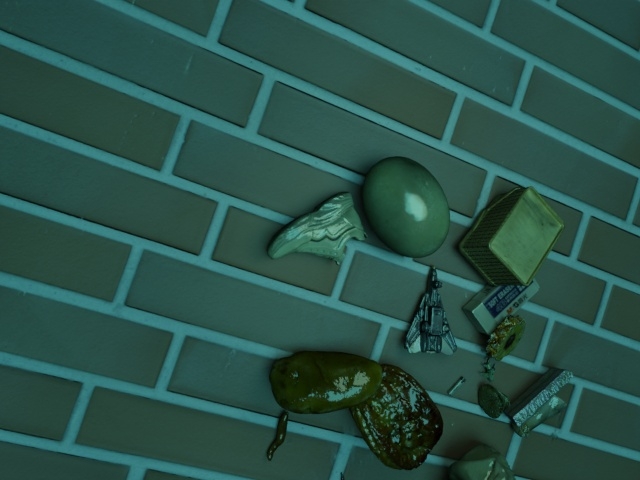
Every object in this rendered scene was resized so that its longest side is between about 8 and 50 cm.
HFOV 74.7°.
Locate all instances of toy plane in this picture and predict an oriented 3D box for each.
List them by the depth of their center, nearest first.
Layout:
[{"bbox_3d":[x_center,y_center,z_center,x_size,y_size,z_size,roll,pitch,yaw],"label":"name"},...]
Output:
[{"bbox_3d":[0.405,0.247,1.498,0.204,0.103,0.316,6,91,-12],"label":"toy plane"},{"bbox_3d":[0.646,0.503,1.598,0.080,0.033,0.083,-21,97,-26],"label":"toy plane"}]

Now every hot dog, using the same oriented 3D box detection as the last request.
[{"bbox_3d":[0.262,0.615,1.443,0.267,0.174,0.387,-37,98,-11],"label":"hot dog"}]

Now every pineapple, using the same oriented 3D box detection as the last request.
[{"bbox_3d":[0.687,0.370,1.552,0.221,0.047,0.221,-18,127,-27],"label":"pineapple"}]

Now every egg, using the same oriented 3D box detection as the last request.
[{"bbox_3d":[0.282,-0.108,1.381,0.258,0.258,0.352,-36,94,-9],"label":"egg"}]

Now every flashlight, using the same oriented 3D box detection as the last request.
[{"bbox_3d":[0.513,0.547,1.576,0.083,0.018,0.018,-44,98,-8],"label":"flashlight"}]

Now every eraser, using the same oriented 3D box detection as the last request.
[{"bbox_3d":[0.675,0.214,1.569,0.279,0.081,0.124,-39,100,-9],"label":"eraser"}]

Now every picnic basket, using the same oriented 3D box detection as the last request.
[{"bbox_3d":[0.682,-0.013,1.504,0.228,0.175,0.313,44,73,-11],"label":"picnic basket"}]

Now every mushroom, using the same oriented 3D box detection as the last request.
[{"bbox_3d":[0.841,0.674,1.624,0.223,0.092,0.081,-36,63,-1],"label":"mushroom"}]

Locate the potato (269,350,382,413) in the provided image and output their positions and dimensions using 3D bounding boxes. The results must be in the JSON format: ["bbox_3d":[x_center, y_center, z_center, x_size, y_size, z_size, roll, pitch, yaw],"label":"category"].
[{"bbox_3d":[0.020,0.456,1.364,0.369,0.195,0.176,-3,97,1],"label":"potato"}]

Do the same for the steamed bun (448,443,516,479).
[{"bbox_3d":[0.581,0.918,1.463,0.255,0.367,0.342,-20,136,11],"label":"steamed bun"}]

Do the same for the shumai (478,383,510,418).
[{"bbox_3d":[0.662,0.598,1.582,0.087,0.099,0.123,-10,96,-29],"label":"shumai"}]

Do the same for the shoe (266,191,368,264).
[{"bbox_3d":[0.000,0.000,1.383,0.342,0.132,0.210,-32,96,-13],"label":"shoe"}]

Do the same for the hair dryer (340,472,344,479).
[{"bbox_3d":[0.096,0.865,1.493,0.079,0.031,0.083,-11,86,-23],"label":"hair dryer"}]

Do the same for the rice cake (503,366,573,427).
[{"bbox_3d":[0.829,0.590,1.606,0.298,0.106,0.050,-37,82,-8],"label":"rice cake"}]

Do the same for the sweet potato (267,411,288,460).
[{"bbox_3d":[-0.138,0.662,1.423,0.044,0.044,0.179,18,95,-13],"label":"sweet potato"}]
